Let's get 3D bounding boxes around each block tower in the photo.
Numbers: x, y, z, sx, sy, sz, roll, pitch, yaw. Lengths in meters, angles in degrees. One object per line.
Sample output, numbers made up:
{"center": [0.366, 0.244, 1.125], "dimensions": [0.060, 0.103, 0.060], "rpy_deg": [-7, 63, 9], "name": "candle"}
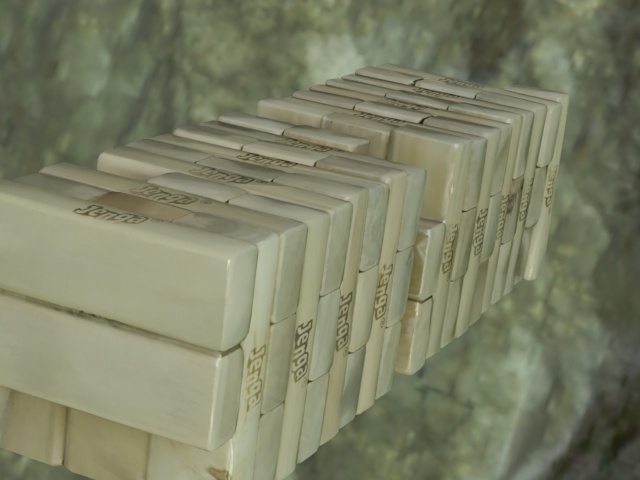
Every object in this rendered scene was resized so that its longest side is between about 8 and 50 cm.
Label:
{"center": [0.000, 0.000, 0.601], "dimensions": [0.335, 0.097, 0.090], "rpy_deg": [-25, 126, -62], "name": "block tower"}
